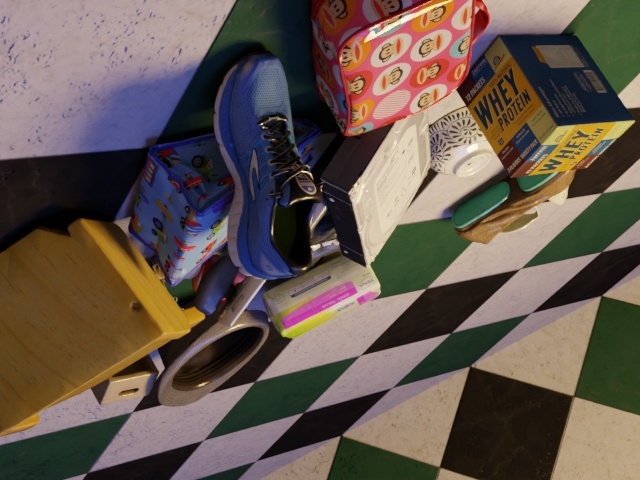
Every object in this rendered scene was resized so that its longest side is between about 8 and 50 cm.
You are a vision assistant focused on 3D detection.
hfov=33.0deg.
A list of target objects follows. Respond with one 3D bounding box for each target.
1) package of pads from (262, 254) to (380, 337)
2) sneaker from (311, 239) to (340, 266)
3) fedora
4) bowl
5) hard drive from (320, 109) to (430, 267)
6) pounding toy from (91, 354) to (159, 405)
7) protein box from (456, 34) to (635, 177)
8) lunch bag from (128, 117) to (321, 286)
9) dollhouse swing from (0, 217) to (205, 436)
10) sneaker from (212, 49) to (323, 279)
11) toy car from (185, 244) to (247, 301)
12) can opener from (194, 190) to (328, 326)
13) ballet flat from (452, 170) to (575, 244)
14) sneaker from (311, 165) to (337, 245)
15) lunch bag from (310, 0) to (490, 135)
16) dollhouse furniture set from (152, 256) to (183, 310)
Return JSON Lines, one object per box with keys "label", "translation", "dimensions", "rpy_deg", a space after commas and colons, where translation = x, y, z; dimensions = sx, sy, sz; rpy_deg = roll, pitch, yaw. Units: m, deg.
{"label": "package of pads", "translation": [0.005, 0.115, 2.213], "dimensions": [0.229, 0.101, 0.296], "rpy_deg": [-27, 173, 1]}
{"label": "sneaker", "translation": [0.000, 0.000, 2.082], "dimensions": [0.234, 0.078, 0.106], "rpy_deg": [-20, 163, -14]}
{"label": "fedora", "translation": [-0.238, 0.201, 2.176], "dimensions": [0.275, 0.124, 0.244], "rpy_deg": [-45, 155, 19]}
{"label": "bowl", "translation": [0.266, -0.169, 1.999], "dimensions": [0.170, 0.080, 0.170], "rpy_deg": [-23, 158, -10]}
{"label": "hard drive", "translation": [0.103, -0.114, 1.810], "dimensions": [0.237, 0.064, 0.339], "rpy_deg": [-57, 162, -15]}
{"label": "pounding toy", "translation": [-0.418, 0.254, 2.111], "dimensions": [0.141, 0.130, 0.100], "rpy_deg": [-7, 138, -40]}
{"label": "protein box", "translation": [0.380, -0.232, 1.833], "dimensions": [0.201, 0.199, 0.136], "rpy_deg": [-9, 151, -37]}
{"label": "lunch bag", "translation": [-0.135, -0.088, 1.709], "dimensions": [0.293, 0.138, 0.221], "rpy_deg": [-28, 161, -32]}
{"label": "dollhouse swing", "translation": [-0.413, 0.121, 1.814], "dimensions": [0.347, 0.315, 0.305], "rpy_deg": [-32, -169, 14]}
{"label": "sneaker", "translation": [-0.056, -0.103, 1.523], "dimensions": [0.130, 0.329, 0.147], "rpy_deg": [-18, -163, -40]}
{"label": "toy car", "translation": [-0.163, 0.033, 1.882], "dimensions": [0.159, 0.136, 0.182], "rpy_deg": [1, 144, -49]}
{"label": "can opener", "translation": [-0.101, 0.017, 1.777], "dimensions": [0.095, 0.076, 0.283], "rpy_deg": [32, 99, -26]}
{"label": "ballet flat", "translation": [0.438, -0.095, 2.278], "dimensions": [0.124, 0.116, 0.342], "rpy_deg": [34, 122, -31]}
{"label": "sneaker", "translation": [0.020, -0.066, 1.948], "dimensions": [0.130, 0.087, 0.227], "rpy_deg": [-15, 153, -47]}
{"label": "lunch bag", "translation": [0.122, -0.286, 1.533], "dimensions": [0.258, 0.120, 0.293], "rpy_deg": [-24, 157, -9]}
{"label": "dollhouse furniture set", "translation": [-0.288, 0.088, 1.932], "dimensions": [0.091, 0.081, 0.114], "rpy_deg": [-24, 157, -9]}
